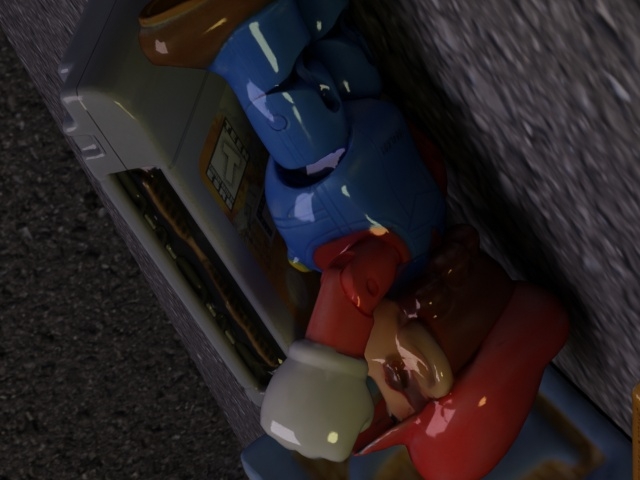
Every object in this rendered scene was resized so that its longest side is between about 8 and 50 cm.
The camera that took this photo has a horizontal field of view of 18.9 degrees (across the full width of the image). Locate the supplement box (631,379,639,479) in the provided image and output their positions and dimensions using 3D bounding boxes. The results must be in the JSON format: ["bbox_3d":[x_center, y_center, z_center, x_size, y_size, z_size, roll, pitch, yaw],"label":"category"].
[{"bbox_3d":[0.187,0.112,0.837,0.080,0.078,0.233,49,169,29],"label":"supplement box"}]

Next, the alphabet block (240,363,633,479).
[{"bbox_3d":[0.096,0.191,1.197,0.193,0.192,0.197,48,167,42],"label":"alphabet block"}]

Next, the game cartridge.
[{"bbox_3d":[-0.042,-0.045,1.118,0.062,0.198,0.297,-6,135,29],"label":"game cartridge"}]

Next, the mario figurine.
[{"bbox_3d":[0.000,0.000,1.039,0.170,0.198,0.320,0,121,63],"label":"mario figurine"}]
